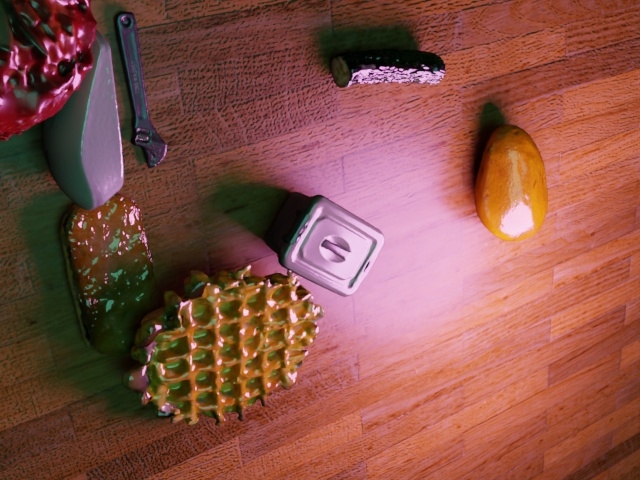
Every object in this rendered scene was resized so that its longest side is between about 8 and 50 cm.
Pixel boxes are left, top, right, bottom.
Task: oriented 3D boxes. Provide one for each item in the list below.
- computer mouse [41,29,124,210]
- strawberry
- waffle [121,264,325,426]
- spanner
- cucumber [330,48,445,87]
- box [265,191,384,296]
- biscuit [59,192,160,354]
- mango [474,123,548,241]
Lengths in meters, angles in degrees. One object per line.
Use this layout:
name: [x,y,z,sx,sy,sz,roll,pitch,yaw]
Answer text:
computer mouse: [-0.292,-0.147,0.924,0.079,0.128,0.231,-15,116,-35]
strawberry: [-0.380,-0.220,0.794,0.261,0.257,0.261,12,70,-35]
waffle: [-0.144,0.155,1.167,0.329,0.062,0.329,-17,129,-22]
spanner: [-0.237,-0.194,1.013,0.046,0.012,0.209,-19,118,-27]
cucumber: [0.103,-0.266,1.185,0.187,0.058,0.058,-8,114,-29]
box: [0.000,0.000,1.202,0.172,0.093,0.124,30,90,-39]
biscuit: [-0.289,0.051,1.072,0.118,0.029,0.247,-22,120,-33]
mango: [0.340,-0.099,1.378,0.147,0.109,0.227,-30,122,-18]
